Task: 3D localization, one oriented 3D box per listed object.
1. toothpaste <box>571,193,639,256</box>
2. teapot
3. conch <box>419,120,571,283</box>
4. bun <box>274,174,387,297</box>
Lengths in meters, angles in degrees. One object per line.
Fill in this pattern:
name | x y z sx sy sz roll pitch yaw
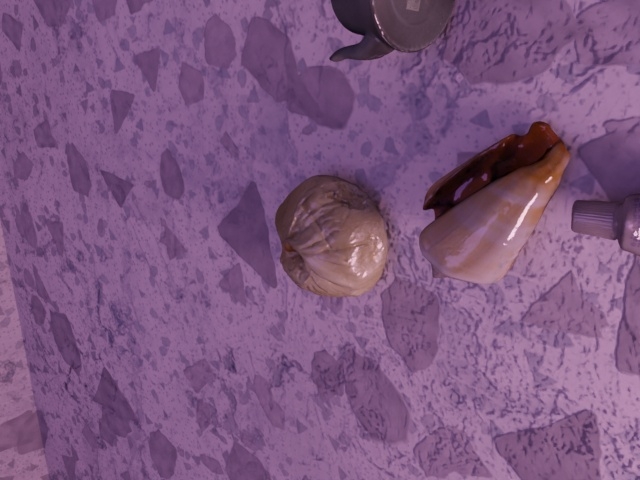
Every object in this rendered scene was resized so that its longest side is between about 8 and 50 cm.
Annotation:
toothpaste | 0.443 -0.013 0.812 0.282 0.068 0.099 9 143 29
teapot | 0.083 -0.356 0.946 0.149 0.162 0.239 23 96 47
conch | 0.245 -0.036 0.955 0.255 0.127 0.158 -40 47 22
bun | 0.000 0.000 1.156 0.220 0.134 0.220 22 123 38
